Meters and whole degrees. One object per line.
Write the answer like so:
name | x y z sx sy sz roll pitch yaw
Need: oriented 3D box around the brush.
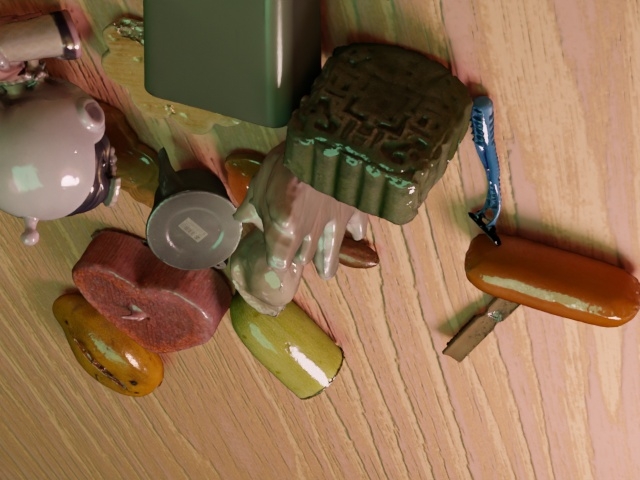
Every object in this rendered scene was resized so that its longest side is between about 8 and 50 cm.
brush | 0.288 0.133 1.824 0.043 0.036 0.248 27 136 -7

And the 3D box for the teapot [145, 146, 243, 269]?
teapot | -0.219 -0.048 1.830 0.162 0.149 0.239 -26 126 6

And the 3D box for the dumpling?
dumpling | -0.093 0.044 1.887 0.136 0.118 0.199 30 115 7

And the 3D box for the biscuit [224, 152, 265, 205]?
biscuit | -0.101 -0.094 1.794 0.118 0.023 0.140 13 141 13

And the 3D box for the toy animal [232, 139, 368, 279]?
toy animal | -0.059 -0.052 1.601 0.188 0.308 0.266 21 136 17

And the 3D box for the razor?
razor | 0.244 -0.108 1.559 0.082 0.042 0.253 52 162 44

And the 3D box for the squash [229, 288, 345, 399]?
squash | -0.080 0.181 2.017 0.247 0.132 0.132 44 140 -22

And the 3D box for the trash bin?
trash bin | -0.115 -0.349 1.386 0.223 0.158 0.343 16 133 14

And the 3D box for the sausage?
sausage | 0.357 0.061 1.633 0.274 0.105 0.105 17 142 12

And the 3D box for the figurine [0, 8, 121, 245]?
figurine | -0.490 -0.195 1.735 0.253 0.211 0.361 11 129 39

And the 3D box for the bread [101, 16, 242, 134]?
bread | -0.230 -0.254 1.671 0.251 0.039 0.182 21 143 8

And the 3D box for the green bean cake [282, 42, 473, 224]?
green bean cake | 0.078 -0.158 1.445 0.222 0.227 0.125 23 145 13

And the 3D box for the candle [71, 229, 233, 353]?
candle | -0.342 0.127 2.118 0.317 0.131 0.287 20 145 11

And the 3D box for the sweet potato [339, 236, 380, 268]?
sweet potato | 0.000 0.000 1.815 0.214 0.050 0.050 22 143 0

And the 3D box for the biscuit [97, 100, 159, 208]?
biscuit | -0.351 -0.143 1.883 0.144 0.040 0.236 -7 129 44

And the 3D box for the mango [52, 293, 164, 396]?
mango | -0.469 0.234 2.322 0.295 0.120 0.177 43 138 -20
